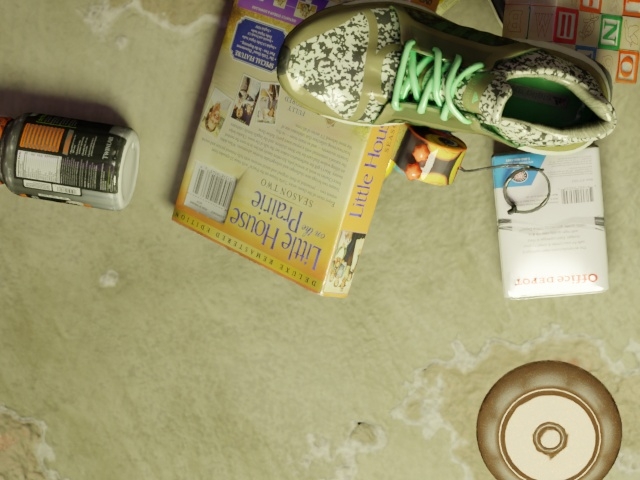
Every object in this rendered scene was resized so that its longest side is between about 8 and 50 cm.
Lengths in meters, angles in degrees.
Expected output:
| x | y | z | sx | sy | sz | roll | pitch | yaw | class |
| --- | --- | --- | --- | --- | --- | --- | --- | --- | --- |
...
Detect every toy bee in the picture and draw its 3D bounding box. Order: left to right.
| x | y | z | sx | sy | sz | roll | pitch | yaw | class |
| --- | --- | --- | --- | --- | --- | --- | --- | --- | --- |
| 0.127 | -0.131 | 1.829 | 0.298 | 0.162 | 0.195 | 8 | 101 | 29 | toy bee |

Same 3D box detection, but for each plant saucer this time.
| x | y | z | sx | sy | sz | roll | pitch | yaw | class |
| --- | --- | --- | --- | --- | --- | --- | --- | --- | --- |
| 0.312 | 0.265 | 1.970 | 0.199 | 0.036 | 0.198 | 1 | 98 | 6 | plant saucer |

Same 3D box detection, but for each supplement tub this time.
| x | y | z | sx | sy | sz | roll | pitch | yaw | class |
| --- | --- | --- | --- | --- | --- | --- | --- | --- | --- |
| -0.348 | -0.109 | 1.953 | 0.190 | 0.117 | 0.117 | 9 | 98 | 6 | supplement tub |

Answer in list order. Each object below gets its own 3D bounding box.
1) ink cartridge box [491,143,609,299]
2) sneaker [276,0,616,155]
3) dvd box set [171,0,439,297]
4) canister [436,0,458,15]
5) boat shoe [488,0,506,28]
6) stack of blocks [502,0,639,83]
| x | y | z | sx | sy | sz | roll | pitch | yaw | class |
| --- | --- | --- | --- | --- | --- | --- | --- | --- | --- |
| 0.303 | -0.026 | 1.908 | 0.140 | 0.082 | 0.190 | -5 | 98 | 8 | ink cartridge box |
| 0.157 | -0.183 | 1.640 | 0.410 | 0.182 | 0.158 | 6 | 100 | -8 | sneaker |
| -0.024 | -0.173 | 1.851 | 0.308 | 0.062 | 0.420 | 24 | 102 | 42 | dvd box set |
| 0.167 | -0.370 | 1.864 | 0.170 | 0.073 | 0.126 | -38 | 56 | 12 | canister |
| 0.243 | -0.311 | 1.894 | 0.042 | 0.049 | 0.133 | -29 | 89 | 17 | boat shoe |
| 0.327 | -0.350 | 1.813 | 0.087 | 0.171 | 0.297 | 13 | 101 | 49 | stack of blocks |
